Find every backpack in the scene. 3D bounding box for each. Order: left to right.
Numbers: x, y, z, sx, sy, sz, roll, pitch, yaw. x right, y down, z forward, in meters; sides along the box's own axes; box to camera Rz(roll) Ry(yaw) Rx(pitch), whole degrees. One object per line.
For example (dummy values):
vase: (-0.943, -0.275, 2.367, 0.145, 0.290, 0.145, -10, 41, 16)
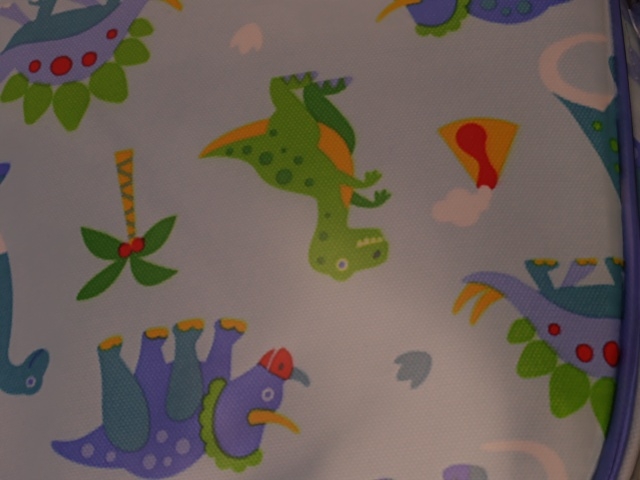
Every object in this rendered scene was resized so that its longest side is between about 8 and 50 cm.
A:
backpack: (0.000, 0.000, 0.479, 0.290, 0.273, 0.356, -5, 85, 8)
